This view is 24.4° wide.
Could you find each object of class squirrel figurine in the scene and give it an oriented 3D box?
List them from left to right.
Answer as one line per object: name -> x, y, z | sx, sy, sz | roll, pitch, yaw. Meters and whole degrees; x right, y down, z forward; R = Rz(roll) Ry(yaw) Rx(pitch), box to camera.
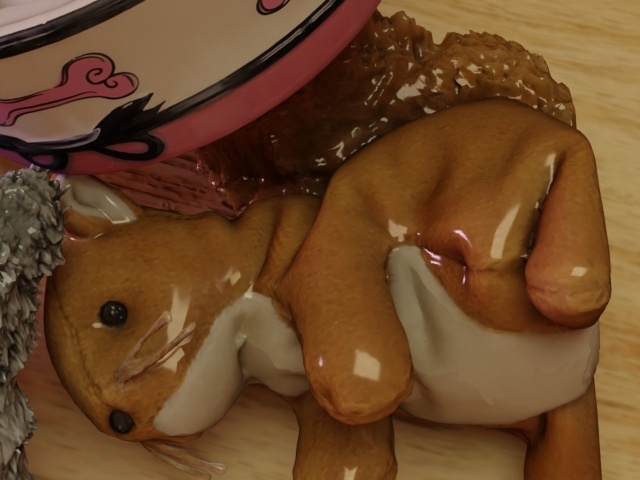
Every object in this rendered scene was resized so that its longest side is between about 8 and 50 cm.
squirrel figurine -> 0.000, 0.000, 1.043 | 0.370, 0.281, 0.397 | -4, 53, 6

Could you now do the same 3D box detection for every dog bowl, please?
dog bowl -> -0.121, -0.213, 0.989 | 0.408, 0.150, 0.408 | -17, 43, 16

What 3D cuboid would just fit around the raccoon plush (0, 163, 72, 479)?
raccoon plush -> -0.187, 0.152, 0.887 | 0.446, 0.216, 0.299 | 39, 110, 17
